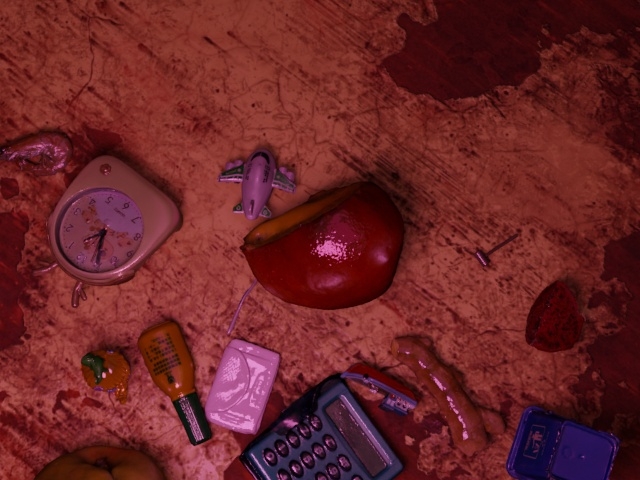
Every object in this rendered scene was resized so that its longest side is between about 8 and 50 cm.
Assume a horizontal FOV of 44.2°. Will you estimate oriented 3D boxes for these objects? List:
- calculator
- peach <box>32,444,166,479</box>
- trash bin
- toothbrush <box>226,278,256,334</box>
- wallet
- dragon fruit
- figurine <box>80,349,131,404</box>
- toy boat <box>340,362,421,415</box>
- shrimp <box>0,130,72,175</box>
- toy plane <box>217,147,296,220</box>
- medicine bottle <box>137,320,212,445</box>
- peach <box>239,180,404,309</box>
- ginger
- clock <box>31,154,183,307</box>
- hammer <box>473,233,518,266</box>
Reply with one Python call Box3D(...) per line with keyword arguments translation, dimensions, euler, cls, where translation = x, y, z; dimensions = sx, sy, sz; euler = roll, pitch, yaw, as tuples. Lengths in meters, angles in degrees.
Box3D(translation=(0.005, 0.439, 1.594), dimensions=(0.274, 0.058, 0.248), euler=(-33, 80, -23), cls="calculator")
Box3D(translation=(-0.425, 0.549, 1.465), dimensions=(0.281, 0.314, 0.316), euler=(15, 97, -20), cls="peach")
Box3D(translation=(0.488, 0.424, 1.551), dimensions=(0.184, 0.234, 0.163), euler=(20, 78, 3), cls="trash bin")
Box3D(translation=(-0.164, 0.130, 1.705), dimensions=(0.017, 0.014, 0.162), euler=(25, 79, -11), cls="toothbrush")
Box3D(translation=(-0.165, 0.307, 1.659), dimensions=(0.124, 0.032, 0.183), euler=(19, 78, 0), cls="wallet")
Box3D(translation=(0.499, 0.179, 1.687), dimensions=(0.106, 0.083, 0.162), euler=(29, 70, -9), cls="dragon fruit")
Box3D(translation=(-0.428, 0.276, 1.593), dimensions=(0.094, 0.156, 0.115), euler=(-23, 78, -6), cls="figurine")
Box3D(translation=(0.123, 0.313, 1.647), dimensions=(0.173, 0.069, 0.059), euler=(30, 71, -1), cls="toy boat")
Box3D(translation=(-0.639, -0.188, 1.748), dimensions=(0.180, 0.041, 0.099), euler=(-9, 94, -5), cls="shrimp")
Box3D(translation=(-0.138, -0.124, 1.721), dimensions=(0.174, 0.080, 0.174), euler=(1, 67, -2), cls="toy plane")
Box3D(translation=(-0.295, 0.299, 1.639), dimensions=(0.095, 0.064, 0.261), euler=(-25, 80, 2), cls="medicine bottle")
Box3D(translation=(0.000, 0.000, 1.617), dimensions=(0.338, 0.281, 0.281), euler=(12, 78, 10), cls="peach")
Box3D(translation=(0.257, 0.315, 1.653), dimensions=(0.118, 0.065, 0.299), euler=(-38, 84, -24), cls="ginger")
Box3D(translation=(-0.466, -0.011, 1.682), dimensions=(0.235, 0.096, 0.308), euler=(38, 80, 5), cls="clock")
Box3D(translation=(0.393, 0.016, 1.746), dimensions=(0.110, 0.019, 0.035), euler=(-31, 81, -13), cls="hammer")
